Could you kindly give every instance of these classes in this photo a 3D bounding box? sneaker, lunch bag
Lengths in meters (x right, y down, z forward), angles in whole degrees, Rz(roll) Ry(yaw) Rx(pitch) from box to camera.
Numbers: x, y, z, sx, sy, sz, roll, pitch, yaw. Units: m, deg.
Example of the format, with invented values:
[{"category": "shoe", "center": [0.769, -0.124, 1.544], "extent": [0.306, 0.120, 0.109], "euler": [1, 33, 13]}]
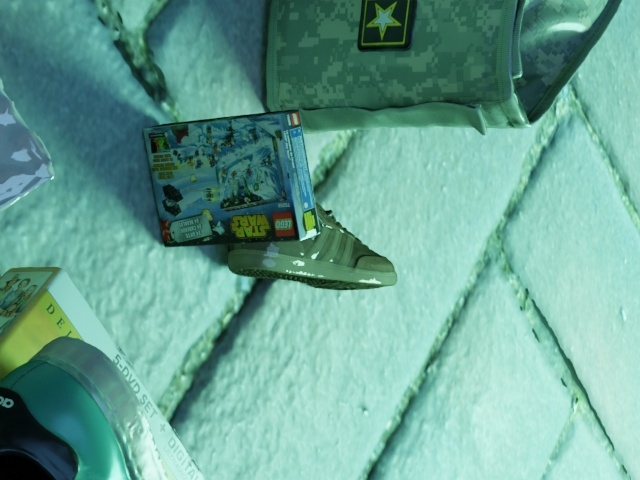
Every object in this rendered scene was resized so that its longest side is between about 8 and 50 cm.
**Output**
[{"category": "sneaker", "center": [0.000, 0.000, 1.496], "extent": [0.188, 0.066, 0.071], "euler": [10, 79, -51]}, {"category": "sneaker", "center": [-0.141, 0.219, 1.182], "extent": [0.121, 0.108, 0.302], "euler": [-40, 111, -44]}, {"category": "lunch bag", "center": [0.102, -0.203, 1.502], "extent": [0.169, 0.235, 0.287], "euler": [59, 45, -38]}]

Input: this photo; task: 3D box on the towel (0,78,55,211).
[{"category": "towel", "center": [-0.350, -0.088, 0.944], "extent": [0.317, 0.053, 0.332], "euler": [-35, 95, -28]}]

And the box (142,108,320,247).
[{"category": "box", "center": [-0.067, -0.044, 1.359], "extent": [0.027, 0.137, 0.094], "euler": [-19, 103, -50]}]

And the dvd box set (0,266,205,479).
[{"category": "dvd box set", "center": [-0.224, 0.267, 1.201], "extent": [0.420, 0.062, 0.307], "euler": [-55, 128, -38]}]
